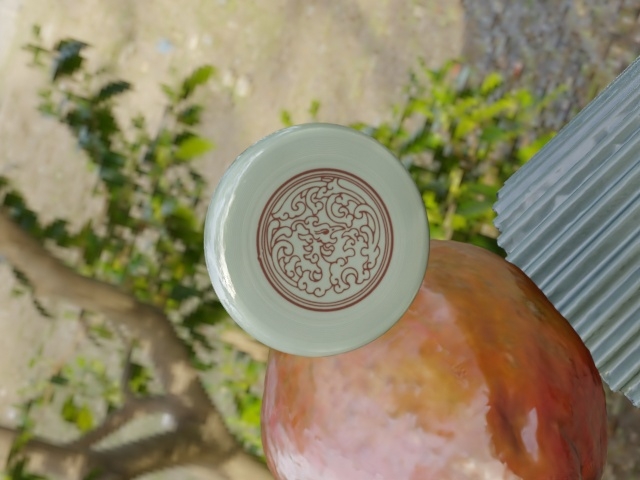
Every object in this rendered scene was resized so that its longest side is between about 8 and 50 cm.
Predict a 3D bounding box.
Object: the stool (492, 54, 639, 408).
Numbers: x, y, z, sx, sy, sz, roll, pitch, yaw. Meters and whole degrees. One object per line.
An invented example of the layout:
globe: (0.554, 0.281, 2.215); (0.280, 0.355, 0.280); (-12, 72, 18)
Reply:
stool: (0.353, -0.056, 1.241); (0.330, 0.297, 0.297); (-51, 26, 32)

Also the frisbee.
frisbee: (0.000, 0.000, 0.713); (0.014, 0.110, 0.110); (-178, 105, -73)

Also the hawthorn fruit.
hawthorn fruit: (0.086, 0.115, 0.919); (0.262, 0.210, 0.210); (28, 101, 54)
